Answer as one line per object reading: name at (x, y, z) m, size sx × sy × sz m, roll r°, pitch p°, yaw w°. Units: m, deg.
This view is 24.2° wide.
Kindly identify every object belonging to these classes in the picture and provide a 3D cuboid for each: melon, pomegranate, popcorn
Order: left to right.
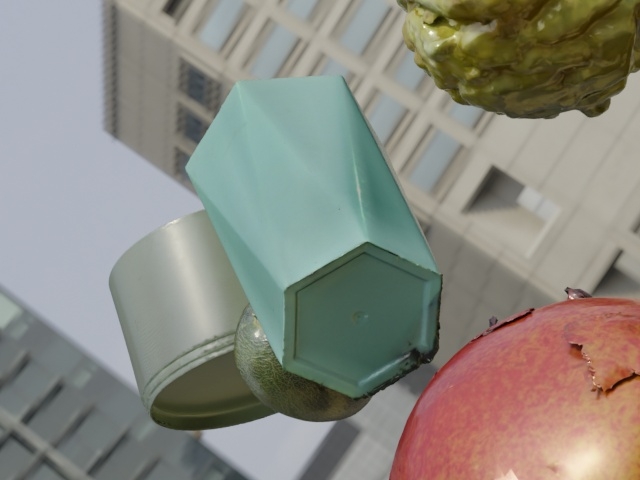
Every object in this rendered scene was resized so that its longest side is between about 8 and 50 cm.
melon at (-0.012, 0.099, 1.313) m, size 0.114 × 0.114 × 0.167 m, roll -53°, pitch -42°, yaw -6°
popcorn at (0.187, -0.224, 1.308) m, size 0.249 × 0.249 × 0.225 m, roll 100°, pitch 171°, yaw -57°
pomegranate at (0.133, 0.133, 0.635) m, size 0.210 × 0.235 × 0.210 m, roll -17°, pitch -42°, yaw -16°

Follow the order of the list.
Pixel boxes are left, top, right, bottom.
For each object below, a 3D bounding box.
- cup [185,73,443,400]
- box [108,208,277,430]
cup at (0.000, 0.000, 0.985) m, size 0.134 × 0.236 × 0.148 m, roll -32°, pitch -58°, yaw 6°
box at (-0.088, 0.081, 1.518) m, size 0.226 × 0.149 × 0.226 m, roll -16°, pitch -24°, yaw -8°
